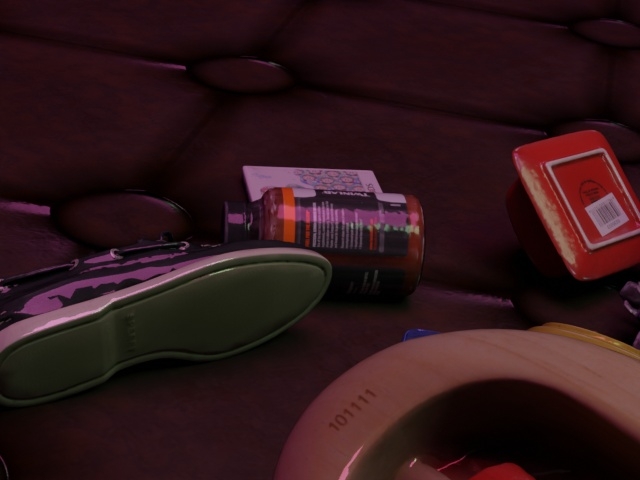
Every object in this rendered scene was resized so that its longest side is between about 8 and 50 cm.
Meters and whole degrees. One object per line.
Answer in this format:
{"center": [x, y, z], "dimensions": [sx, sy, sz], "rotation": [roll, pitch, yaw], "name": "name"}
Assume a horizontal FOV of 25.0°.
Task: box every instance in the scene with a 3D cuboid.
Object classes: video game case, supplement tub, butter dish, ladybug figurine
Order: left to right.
{"center": [-0.004, -0.047, 1.633], "dimensions": [0.157, 0.019, 0.143], "rotation": [1, 27, -11], "name": "video game case"}
{"center": [0.000, 0.000, 1.442], "dimensions": [0.198, 0.106, 0.106], "rotation": [3, 26, -9], "name": "supplement tub"}
{"center": [0.259, -0.022, 1.552], "dimensions": [0.160, 0.118, 0.159], "rotation": [-16, 75, -41], "name": "butter dish"}
{"center": [0.155, 0.229, 0.894], "dimensions": [0.305, 0.162, 0.449], "rotation": [-40, 44, -12], "name": "ladybug figurine"}

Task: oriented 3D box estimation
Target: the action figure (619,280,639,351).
{"center": [0.320, 0.077, 1.318], "dimensions": [0.099, 0.185, 0.285], "rotation": [46, 19, 7], "name": "action figure"}

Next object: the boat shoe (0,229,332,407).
{"center": [-0.154, 0.047, 1.286], "dimensions": [0.340, 0.127, 0.113], "rotation": [-19, 47, -26], "name": "boat shoe"}

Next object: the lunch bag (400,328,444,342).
{"center": [0.114, 0.118, 1.277], "dimensions": [0.098, 0.065, 0.067], "rotation": [9, 26, 6], "name": "lunch bag"}

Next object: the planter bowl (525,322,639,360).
{"center": [0.205, 0.123, 1.134], "dimensions": [0.217, 0.090, 0.217], "rotation": [21, -11, 4], "name": "planter bowl"}
